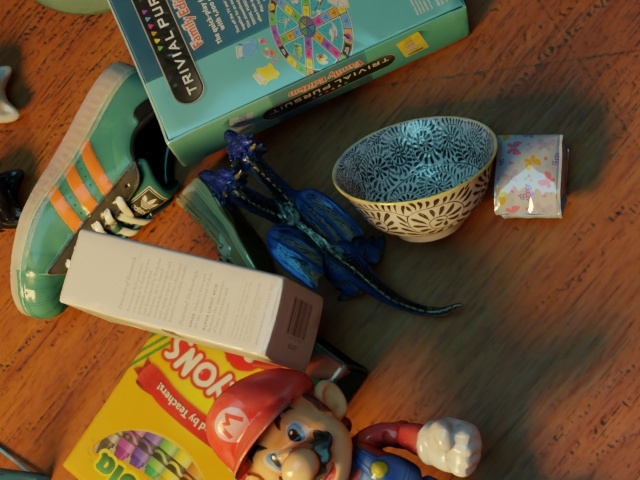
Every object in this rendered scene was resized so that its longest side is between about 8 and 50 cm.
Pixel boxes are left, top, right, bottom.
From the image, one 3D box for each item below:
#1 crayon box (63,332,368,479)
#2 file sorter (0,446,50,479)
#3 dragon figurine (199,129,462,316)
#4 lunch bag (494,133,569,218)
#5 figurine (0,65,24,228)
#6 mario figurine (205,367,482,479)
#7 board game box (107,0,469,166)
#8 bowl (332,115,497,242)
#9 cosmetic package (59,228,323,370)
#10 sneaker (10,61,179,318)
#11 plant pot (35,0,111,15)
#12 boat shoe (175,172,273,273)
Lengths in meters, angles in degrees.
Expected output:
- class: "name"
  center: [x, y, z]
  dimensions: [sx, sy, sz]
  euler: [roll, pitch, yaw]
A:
- class: "crayon box"
  center: [-0.124, 0.207, 1.577]
  dimensions: [0.202, 0.081, 0.318]
  euler: [35, 93, 22]
- class: "file sorter"
  center: [-0.402, 0.300, 1.643]
  dimensions: [0.104, 0.118, 0.170]
  euler: [31, 91, 27]
- class: "dragon figurine"
  center: [0.000, 0.000, 1.537]
  dimensions: [0.289, 0.144, 0.085]
  euler: [41, 95, 22]
- class: "lunch bag"
  center: [0.211, -0.061, 1.522]
  dimensions: [0.071, 0.053, 0.083]
  euler: [-1, 69, 18]
- class: "figurine"
  center: [-0.441, -0.094, 1.759]
  dimensions: [0.209, 0.092, 0.215]
  euler: [-11, 75, 10]
- class: "mario figurine"
  center: [0.033, 0.241, 1.410]
  dimensions: [0.320, 0.170, 0.198]
  euler: [33, 58, -6]
- class: "board game box"
  center: [-0.047, -0.265, 1.608]
  dimensions: [0.336, 0.079, 0.253]
  euler: [-25, 71, 1]
- class: "bowl"
  center: [0.102, -0.051, 1.530]
  dimensions: [0.170, 0.080, 0.170]
  euler: [-11, 31, 7]
- class: "cosmetic package"
  center: [-0.127, 0.059, 1.501]
  dimensions: [0.231, 0.117, 0.085]
  euler: [11, 81, 23]
- class: "sneaker"
  center: [-0.232, -0.044, 1.652]
  dimensions: [0.121, 0.108, 0.302]
  euler: [22, 86, 27]
- class: "plant pot"
  center: [-0.292, -0.423, 1.703]
  dimensions: [0.290, 0.195, 0.290]
  euler: [-4, 78, 20]
- class: "boat shoe"
  center: [-0.103, -0.004, 1.627]
  dimensions: [0.048, 0.056, 0.153]
  euler: [-42, 66, 15]
